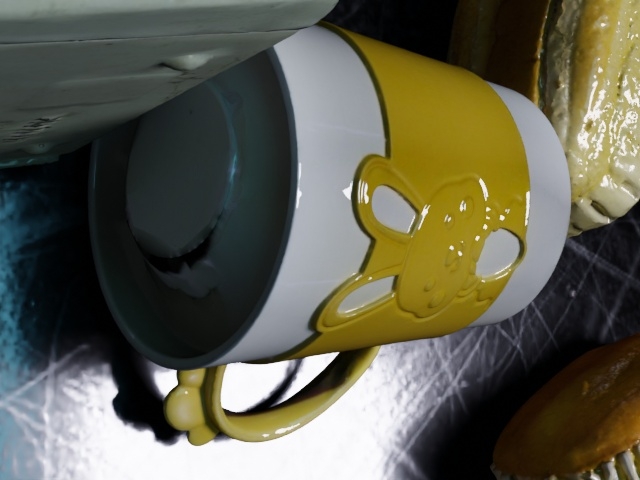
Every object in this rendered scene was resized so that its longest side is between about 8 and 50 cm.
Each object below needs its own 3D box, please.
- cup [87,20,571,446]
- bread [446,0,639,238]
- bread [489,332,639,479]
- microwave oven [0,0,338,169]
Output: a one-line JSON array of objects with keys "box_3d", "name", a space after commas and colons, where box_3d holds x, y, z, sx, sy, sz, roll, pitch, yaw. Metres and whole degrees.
[{"box_3d": [0.000, 0.000, 0.649, 0.226, 0.185, 0.241, 2, 112, -39], "name": "cup"}, {"box_3d": [0.151, -0.121, 0.772, 0.106, 0.140, 0.236, 23, 69, -32], "name": "bread"}, {"box_3d": [0.203, 0.126, 0.769, 0.190, 0.132, 0.114, -36, 100, -35], "name": "bread"}, {"box_3d": [-0.167, -0.239, 0.465, 0.247, 0.333, 0.394, -8, 88, -30], "name": "microwave oven"}]
